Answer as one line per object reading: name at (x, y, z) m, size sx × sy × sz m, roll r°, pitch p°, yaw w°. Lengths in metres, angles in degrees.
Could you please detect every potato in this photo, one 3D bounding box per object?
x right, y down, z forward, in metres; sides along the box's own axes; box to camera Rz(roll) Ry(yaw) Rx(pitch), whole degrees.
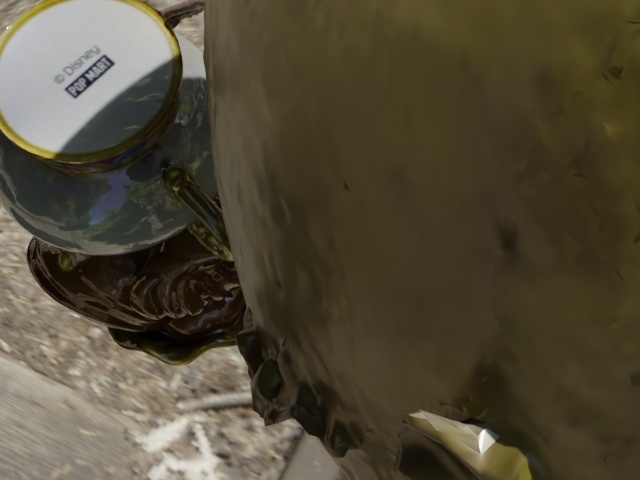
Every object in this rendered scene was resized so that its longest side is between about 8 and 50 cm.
potato at (0.137, -0.064, 0.526) m, size 0.385 × 0.319 × 0.442 m, roll 29°, pitch 53°, yaw -29°

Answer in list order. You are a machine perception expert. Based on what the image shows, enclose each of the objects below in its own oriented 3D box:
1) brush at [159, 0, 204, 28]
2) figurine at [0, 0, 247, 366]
brush at (-0.169, -0.176, 1.394) m, size 0.084 × 0.301 × 0.071 m, roll -22°, pitch 96°, yaw -42°
figurine at (-0.106, -0.026, 0.931) m, size 0.142 × 0.263 × 0.189 m, roll -38°, pitch 66°, yaw -13°
